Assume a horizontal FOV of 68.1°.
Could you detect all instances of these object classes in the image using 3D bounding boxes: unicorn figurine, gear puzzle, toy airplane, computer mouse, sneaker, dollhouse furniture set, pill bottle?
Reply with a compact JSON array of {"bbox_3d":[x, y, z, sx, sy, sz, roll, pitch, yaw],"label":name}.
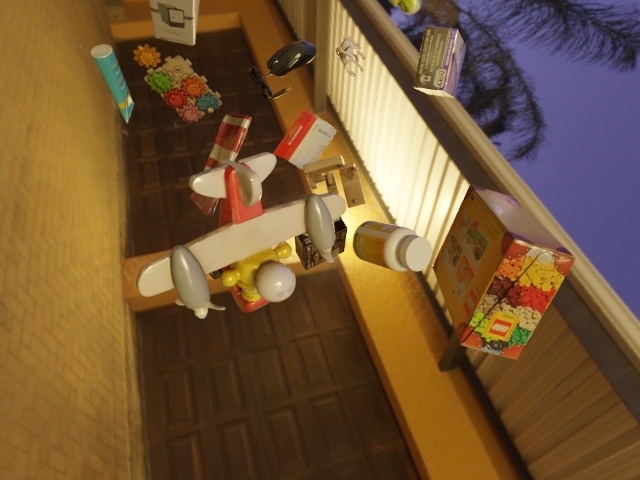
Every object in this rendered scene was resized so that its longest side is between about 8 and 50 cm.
[{"bbox_3d":[0.080,-0.518,1.320,0.111,0.060,0.161,39,29,-37],"label":"unicorn figurine"},{"bbox_3d":[-0.502,-0.545,1.647,0.339,0.176,0.044,45,26,-48],"label":"gear puzzle"},{"bbox_3d":[-0.141,0.009,1.028,0.272,0.386,0.384,48,12,32],"label":"toy airplane"},{"bbox_3d":[-0.126,-0.613,1.681,0.060,0.262,0.184,59,6,-64],"label":"computer mouse"},{"bbox_3d":[0.309,-0.987,1.873,0.240,0.126,0.091,52,-48,4],"label":"sneaker"},{"bbox_3d":[0.044,-0.165,1.411,0.151,0.144,0.123,35,41,-76],"label":"dollhouse furniture set"},{"bbox_3d":[0.187,0.016,1.245,0.208,0.118,0.117,16,-62,56],"label":"pill bottle"}]

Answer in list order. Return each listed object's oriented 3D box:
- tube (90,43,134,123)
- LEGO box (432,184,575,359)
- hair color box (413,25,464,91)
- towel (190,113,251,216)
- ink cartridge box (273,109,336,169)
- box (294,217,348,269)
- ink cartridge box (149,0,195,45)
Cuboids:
[{"bbox_3d":[-0.539,-0.413,1.251,0.207,0.052,0.080,90,7,-59],"label":"tube"},{"bbox_3d":[0.569,0.079,1.582,0.500,0.193,0.372,-84,-169,-65],"label":"LEGO box"},{"bbox_3d":[0.410,-0.590,1.597,0.339,0.110,0.185,-29,131,-64],"label":"hair color box"},{"bbox_3d":[-0.328,-0.253,1.532,0.237,0.037,0.328,32,-80,60],"label":"towel"},{"bbox_3d":[-0.048,-0.348,1.685,0.066,0.189,0.232,39,14,13],"label":"ink cartridge box"},{"bbox_3d":[0.000,0.000,1.476,0.077,0.148,0.180,60,-12,22],"label":"box"},{"bbox_3d":[-0.393,-0.708,1.298,0.289,0.122,0.210,166,-70,-74],"label":"ink cartridge box"}]
